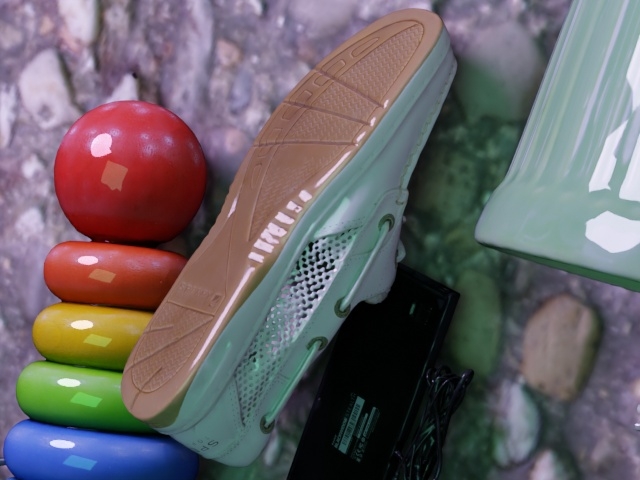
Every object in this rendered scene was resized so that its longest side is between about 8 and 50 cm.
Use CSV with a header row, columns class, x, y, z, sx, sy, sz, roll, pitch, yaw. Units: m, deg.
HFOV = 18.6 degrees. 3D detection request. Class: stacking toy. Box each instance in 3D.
class,x,y,z,sx,sy,sz,roll,pitch,yaw
stacking toy,-0.120,0.083,1.139,0.141,0.141,0.330,6,87,22

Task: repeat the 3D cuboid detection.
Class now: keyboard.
class,x,y,z,sx,sy,sz,roll,pitch,yaw
keyboard,0.038,0.112,1.121,0.100,0.038,0.192,30,105,43

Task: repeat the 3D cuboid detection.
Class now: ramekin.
class,x,y,z,sx,sy,sz,roll,pitch,yaw
ramekin,0.235,-0.030,0.889,0.303,0.303,0.148,15,90,22

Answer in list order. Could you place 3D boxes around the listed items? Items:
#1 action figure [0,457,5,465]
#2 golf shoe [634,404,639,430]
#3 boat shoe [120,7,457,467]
class,x,y,z,sx,sy,sz,roll,pitch,yaw
action figure,-0.325,0.111,1.209,0.276,0.141,0.164,17,87,23
golf shoe,0.252,0.199,0.976,0.140,0.115,0.306,-14,80,14
boat shoe,0.000,0.000,1.090,0.277,0.096,0.098,-55,30,-5
